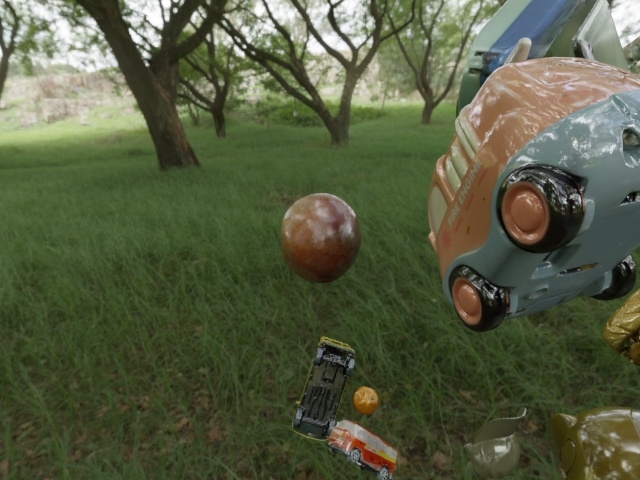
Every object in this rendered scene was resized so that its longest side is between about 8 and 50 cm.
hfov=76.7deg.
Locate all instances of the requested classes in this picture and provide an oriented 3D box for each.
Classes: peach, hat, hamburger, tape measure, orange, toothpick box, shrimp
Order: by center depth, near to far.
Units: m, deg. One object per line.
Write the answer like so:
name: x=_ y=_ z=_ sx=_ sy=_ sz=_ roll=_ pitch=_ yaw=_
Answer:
tape measure: x=0.362 y=-0.293 z=0.743 sx=0.138 sy=0.262 sz=0.259 roll=30 pitch=67 yaw=33
hat: x=0.491 y=0.534 z=1.055 sx=0.166 sy=0.173 sz=0.144 roll=-7 pitch=60 yaw=-23
shrimp: x=0.854 y=-0.497 z=1.071 sx=0.287 sy=0.068 sz=0.185 roll=-34 pitch=19 yaw=30
peach: x=0.000 y=0.000 z=1.143 sx=0.253 sy=0.252 sz=0.252 roll=-3 pitch=15 yaw=1
orange: x=0.138 y=0.488 z=1.233 sx=0.084 sy=0.083 sz=0.083 roll=-3 pitch=15 yaw=1
hamburger: x=1.069 y=0.270 z=1.308 sx=0.319 sy=0.318 sz=0.158 roll=-11 pitch=38 yaw=-27
toothpick box: x=1.038 y=0.775 z=1.355 sx=0.426 sy=0.408 sz=0.409 roll=6 pitch=16 yaw=12

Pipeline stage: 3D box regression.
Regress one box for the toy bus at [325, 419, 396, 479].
toy bus: x=0.092 y=0.458 z=0.888 sx=0.079 sy=0.174 sz=0.077 roll=-10 pitch=44 yaw=53

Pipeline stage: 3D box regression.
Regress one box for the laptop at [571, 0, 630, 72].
laptop: x=0.415 y=-0.184 z=0.557 sx=0.015 sy=0.269 sz=0.187 roll=-10 pitch=31 yaw=50

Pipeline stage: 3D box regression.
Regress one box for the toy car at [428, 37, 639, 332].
toy car: x=0.210 y=-0.049 z=0.411 sx=0.181 sy=0.270 sz=0.212 roll=-10 pitch=52 yaw=-13

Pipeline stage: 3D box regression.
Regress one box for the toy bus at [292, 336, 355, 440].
toy bus: x=0.011 y=0.524 z=1.446 sx=0.145 sy=0.331 sz=0.151 roll=19 pitch=-2 yaw=-3
